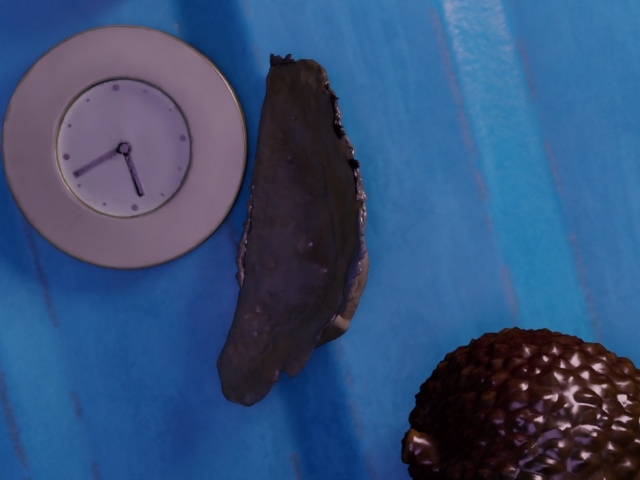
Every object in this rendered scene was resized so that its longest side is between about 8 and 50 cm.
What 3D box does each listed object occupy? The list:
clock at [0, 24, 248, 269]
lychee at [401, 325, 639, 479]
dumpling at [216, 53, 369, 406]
[{"bbox_3d":[-0.185,-0.088,1.600,0.235,0.029,0.234,0,95,5],"label":"clock"},{"bbox_3d":[0.200,0.190,1.479,0.271,0.236,0.235,-1,94,-11],"label":"lychee"},{"bbox_3d":[0.000,0.000,1.556,0.166,0.086,0.332,12,96,38],"label":"dumpling"}]
